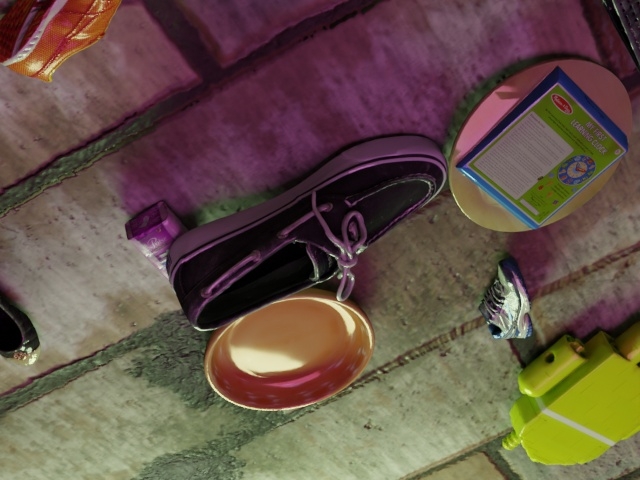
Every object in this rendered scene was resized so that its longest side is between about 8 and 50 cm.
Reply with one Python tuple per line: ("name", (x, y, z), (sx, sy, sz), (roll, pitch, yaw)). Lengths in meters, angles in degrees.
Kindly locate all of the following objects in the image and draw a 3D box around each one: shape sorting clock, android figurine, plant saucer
("shape sorting clock", (0.227, -0.096, 1.075), (0.206, 0.040, 0.206), (-10, 132, -11))
("android figurine", (0.366, 0.212, 1.397), (0.248, 0.056, 0.273), (26, 120, -35))
("plant saucer", (-0.037, 0.122, 1.208), (0.200, 0.037, 0.200), (-8, 135, -8))

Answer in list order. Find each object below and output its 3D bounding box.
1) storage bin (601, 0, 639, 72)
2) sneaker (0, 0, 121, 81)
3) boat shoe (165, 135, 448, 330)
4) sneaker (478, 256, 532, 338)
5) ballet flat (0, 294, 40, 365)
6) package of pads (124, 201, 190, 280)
("storage bin", (0.280, -0.232, 0.891), (0.084, 0.122, 0.180), (-27, 139, 17))
("sneaker", (-0.194, -0.200, 0.853), (0.175, 0.064, 0.067), (-35, 152, 24))
("boat shoe", (-0.001, -0.003, 1.035), (0.306, 0.105, 0.113), (-21, 136, -9))
("sneaker", (0.216, 0.075, 1.229), (0.058, 0.052, 0.135), (-14, 134, 3))
("ballet flat", (-0.343, 0.080, 1.069), (0.058, 0.049, 0.173), (-21, 135, 5))
("package of pads", (-0.156, 0.003, 1.063), (0.050, 0.032, 0.083), (-30, 134, 7))
